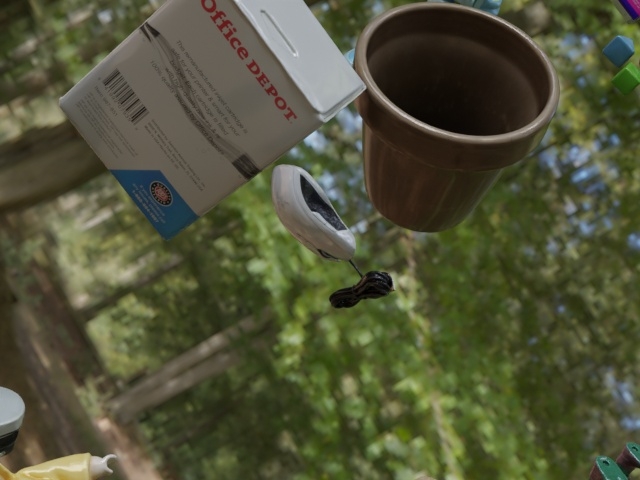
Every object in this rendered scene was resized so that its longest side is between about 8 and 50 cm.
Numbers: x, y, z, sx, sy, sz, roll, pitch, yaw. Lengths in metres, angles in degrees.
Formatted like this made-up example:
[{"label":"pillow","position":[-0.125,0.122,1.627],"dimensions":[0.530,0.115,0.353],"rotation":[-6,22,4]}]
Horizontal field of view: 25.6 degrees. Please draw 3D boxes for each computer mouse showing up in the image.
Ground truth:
[{"label":"computer mouse","position":[0.000,0.000,1.564],"dimensions":[0.193,0.042,0.106],"rotation":[52,-31,-17]}]

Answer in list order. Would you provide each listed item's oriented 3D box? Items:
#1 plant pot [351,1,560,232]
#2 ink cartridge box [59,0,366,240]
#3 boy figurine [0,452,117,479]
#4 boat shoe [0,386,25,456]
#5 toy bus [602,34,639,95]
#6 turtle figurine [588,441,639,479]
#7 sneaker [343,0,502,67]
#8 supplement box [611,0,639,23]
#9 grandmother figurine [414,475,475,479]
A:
[{"label":"plant pot","position":[0.149,-0.140,1.806],"dimensions":[0.263,0.263,0.229],"rotation":[55,-31,30]},{"label":"ink cartridge box","position":[-0.133,-0.177,1.707],"dimensions":[0.307,0.129,0.223],"rotation":[-34,-85,37]},{"label":"boy figurine","position":[-0.271,0.289,1.479],"dimensions":[0.285,0.177,0.092],"rotation":[21,-41,3]},{"label":"boat shoe","position":[-0.388,0.197,1.342],"dimensions":[0.078,0.219,0.070],"rotation":[47,-50,41]},{"label":"toy bus","position":[0.461,-0.192,1.701],"dimensions":[0.202,0.191,0.104],"rotation":[54,-53,14]},{"label":"turtle figurine","position":[0.395,0.402,2.050],"dimensions":[0.118,0.175,0.234],"rotation":[32,-55,17]},{"label":"sneaker","position":[0.169,-0.363,2.359],"dimensions":[0.127,0.319,0.208],"rotation":[49,-38,31]},{"label":"supplement box","position":[0.561,-0.463,2.282],"dimensions":[0.114,0.220,0.111],"rotation":[53,10,0]},{"label":"grandmother figurine","position":[0.194,0.348,1.547],"dimensions":[0.342,0.207,0.104],"rotation":[-144,-128,-78]}]
